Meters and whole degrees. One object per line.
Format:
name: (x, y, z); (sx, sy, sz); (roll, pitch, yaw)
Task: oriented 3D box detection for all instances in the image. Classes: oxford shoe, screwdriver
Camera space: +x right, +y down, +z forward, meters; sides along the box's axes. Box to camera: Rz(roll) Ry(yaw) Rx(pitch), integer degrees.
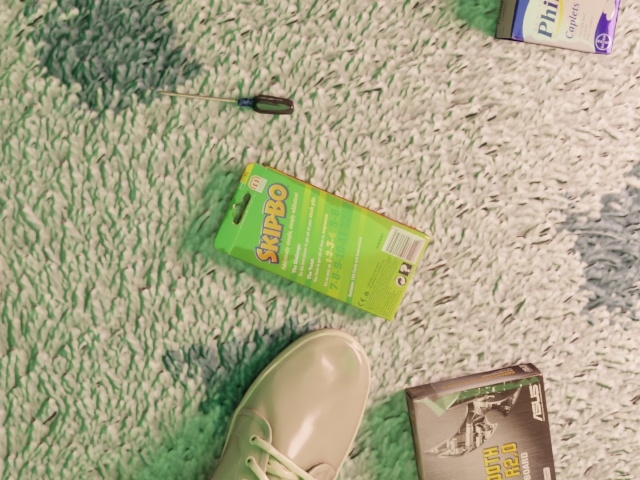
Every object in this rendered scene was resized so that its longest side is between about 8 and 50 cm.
oxford shoe: (-0.070, 0.317, 1.678); (0.169, 0.130, 0.449); (36, 83, -13)
screwdriver: (-0.117, -0.172, 1.638); (0.170, 0.024, 0.025); (1, 73, -8)

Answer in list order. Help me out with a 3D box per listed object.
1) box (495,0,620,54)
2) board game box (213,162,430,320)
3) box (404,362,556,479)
box: (0.303, -0.306, 1.651); (0.137, 0.072, 0.126); (7, 100, -10)
board game box: (0.000, 0.000, 1.687); (0.259, 0.039, 0.124); (23, 97, -16)
box: (0.222, 0.295, 1.775); (0.183, 0.056, 0.231); (-11, 103, -7)
